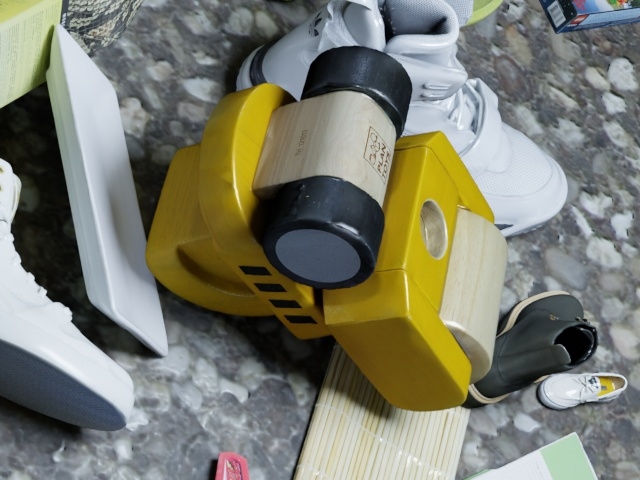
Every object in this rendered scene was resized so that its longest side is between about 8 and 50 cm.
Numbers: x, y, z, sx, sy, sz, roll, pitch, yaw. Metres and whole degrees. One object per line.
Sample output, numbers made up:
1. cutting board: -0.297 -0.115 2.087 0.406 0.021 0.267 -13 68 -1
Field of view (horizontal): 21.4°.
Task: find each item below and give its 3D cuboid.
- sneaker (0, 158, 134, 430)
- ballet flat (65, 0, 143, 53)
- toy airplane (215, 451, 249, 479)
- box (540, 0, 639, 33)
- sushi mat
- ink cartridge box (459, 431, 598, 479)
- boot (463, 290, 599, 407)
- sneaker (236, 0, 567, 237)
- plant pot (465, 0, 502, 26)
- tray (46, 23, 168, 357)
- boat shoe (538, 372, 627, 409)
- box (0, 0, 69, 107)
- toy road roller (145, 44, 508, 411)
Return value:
1. sneaker: -0.254 0.021 1.360 0.292 0.108 0.169 32 55 -12
2. ballet flat: -0.134 -0.367 1.605 0.164 0.182 0.483 36 51 -9
3. toy airplane: -0.049 0.245 1.406 0.151 0.028 0.151 8 49 -10
4. box: 0.292 -0.357 1.961 0.159 0.044 0.233 -13 72 -37
5. sushi mat: 0.059 0.185 1.527 0.151 0.019 0.316 30 52 -16
6. ink cartridge box: 0.176 0.286 1.512 0.235 0.056 0.171 -16 80 -45
7. boot: 0.230 0.093 1.599 0.198 0.137 0.077 -36 99 -45
8. sneaker: 0.120 -0.127 1.613 0.365 0.210 0.137 22 55 -21
9. plant pot: 0.156 -0.405 1.764 0.276 0.254 0.276 16 57 -25
10. tray: -0.188 -0.038 1.444 0.030 0.145 0.270 -17 69 7
11. boat shoe: 0.261 0.145 1.667 0.100 0.035 0.035 3 64 -32
12. box: -0.291 -0.145 1.374 0.058 0.087 0.232 21 33 16
13. toy road roller: 0.000 0.000 1.497 0.329 0.240 0.202 50 41 -40
